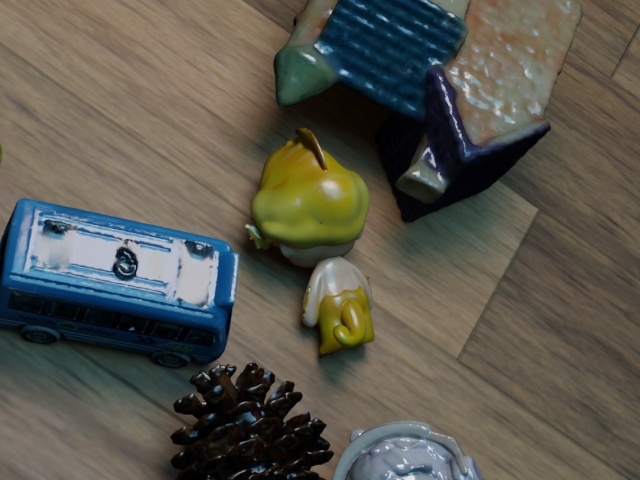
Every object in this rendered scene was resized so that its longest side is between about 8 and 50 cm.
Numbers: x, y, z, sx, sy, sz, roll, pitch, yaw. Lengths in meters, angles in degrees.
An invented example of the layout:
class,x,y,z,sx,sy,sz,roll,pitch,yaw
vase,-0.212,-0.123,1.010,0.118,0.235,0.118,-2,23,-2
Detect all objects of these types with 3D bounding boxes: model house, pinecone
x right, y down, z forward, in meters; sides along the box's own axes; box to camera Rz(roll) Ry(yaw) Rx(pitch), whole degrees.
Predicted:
class,x,y,z,sx,sy,sz,roll,pitch,yaw
model house,0.104,-0.184,1.543,0.312,0.245,0.280,26,66,-10
pinecone,-0.077,0.197,1.332,0.163,0.163,0.165,-11,56,-26

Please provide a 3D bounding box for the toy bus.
class,x,y,z,sx,sy,sz,roll,pitch,yaw
toy bus,-0.204,0.043,1.361,0.246,0.134,0.113,12,62,-14

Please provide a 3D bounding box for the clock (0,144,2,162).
class,x,y,z,sx,sy,sz,roll,pitch,yaw
clock,-0.414,-0.031,1.338,0.143,0.096,0.202,26,60,-11

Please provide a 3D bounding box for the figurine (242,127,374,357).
class,x,y,z,sx,sy,sz,roll,pitch,yaw
figurine,0.000,0.000,1.479,0.156,0.131,0.246,-17,87,-30

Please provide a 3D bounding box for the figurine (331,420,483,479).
class,x,y,z,sx,sy,sz,roll,pitch,yaw
figurine,0.101,0.286,1.358,0.162,0.141,0.236,-38,77,10
